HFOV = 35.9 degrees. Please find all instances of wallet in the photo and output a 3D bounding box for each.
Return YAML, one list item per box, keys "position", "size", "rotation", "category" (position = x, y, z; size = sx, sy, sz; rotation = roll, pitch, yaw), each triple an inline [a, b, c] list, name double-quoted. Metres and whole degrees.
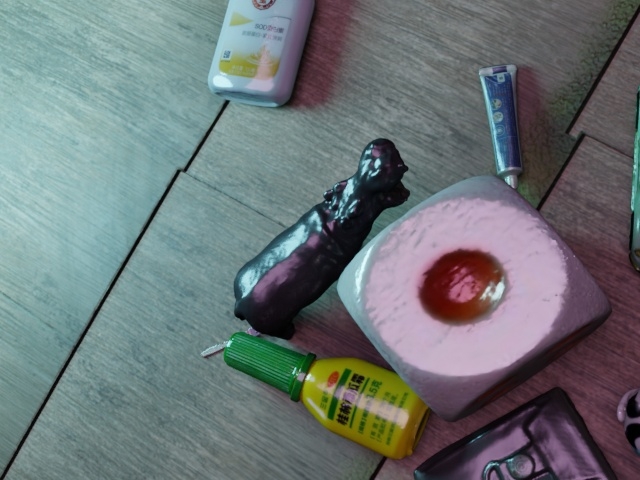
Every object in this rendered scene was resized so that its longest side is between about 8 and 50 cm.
- position: [0.257, 0.323, 1.316]
  size: [0.245, 0.052, 0.169]
  rotation: [-31, 68, 10]
  category: "wallet"

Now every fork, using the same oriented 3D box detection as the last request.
- position: [-0.130, 0.150, 1.482]
  size: [0.115, 0.012, 0.016]
  rotation: [-26, 68, 14]
  category: "fork"

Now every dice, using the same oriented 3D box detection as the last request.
- position: [0.197, 0.078, 1.280]
  size: [0.259, 0.251, 0.243]
  rotation: [-38, 73, 5]
  category: "dice"

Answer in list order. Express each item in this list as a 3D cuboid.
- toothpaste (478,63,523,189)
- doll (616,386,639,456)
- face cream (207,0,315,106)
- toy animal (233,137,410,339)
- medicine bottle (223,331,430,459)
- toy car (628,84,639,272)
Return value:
- position: [0.267, -0.164, 1.427]
  size: [0.057, 0.035, 0.197]
  rotation: [-6, 73, 8]
  category: "toothpaste"
- position: [0.429, 0.227, 1.225]
  size: [0.106, 0.180, 0.110]
  rotation: [-5, 77, 28]
  category: "doll"
- position: [-0.079, -0.356, 1.547]
  size: [0.143, 0.071, 0.291]
  rotation: [13, 81, 18]
  category: "face cream"
- position: [0.011, -0.003, 1.388]
  size: [0.343, 0.168, 0.106]
  rotation: [-48, 68, 17]
  category: "toy animal"
- position: [0.004, 0.206, 1.397]
  size: [0.308, 0.076, 0.111]
  rotation: [20, 83, 20]
  category: "medicine bottle"
- position: [0.484, -0.100, 1.305]
  size: [0.136, 0.125, 0.306]
  rotation: [3, 80, 17]
  category: "toy car"
